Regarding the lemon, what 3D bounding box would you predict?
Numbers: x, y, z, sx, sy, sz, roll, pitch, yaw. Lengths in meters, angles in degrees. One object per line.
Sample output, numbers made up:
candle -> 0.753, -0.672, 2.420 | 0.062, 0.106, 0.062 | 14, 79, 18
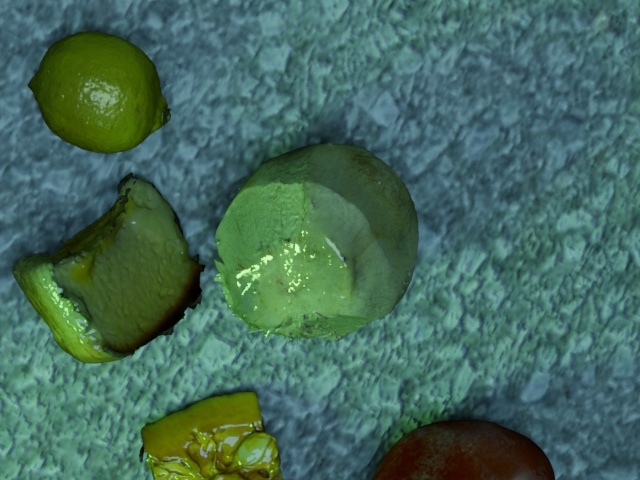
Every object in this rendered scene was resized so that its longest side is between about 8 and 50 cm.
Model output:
lemon -> -0.199, -0.134, 1.769 | 0.133, 0.109, 0.109 | 16, 99, -3

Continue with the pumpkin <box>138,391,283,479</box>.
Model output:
pumpkin -> -0.082, 0.305, 1.831 | 0.139, 0.190, 0.280 | -14, 102, -3

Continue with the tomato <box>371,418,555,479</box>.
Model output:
tomato -> 0.138, 0.253, 1.869 | 0.187, 0.151, 0.187 | 0, 97, -4

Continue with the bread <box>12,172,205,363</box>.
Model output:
bread -> -0.182, 0.030, 1.796 | 0.160, 0.169, 0.140 | -35, 102, -14

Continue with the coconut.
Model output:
coconut -> 0.003, -0.002, 1.790 | 0.194, 0.194, 0.194 | -1, 102, -6
